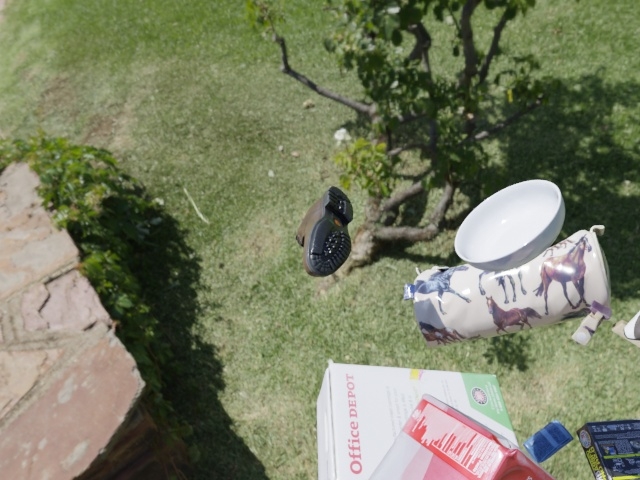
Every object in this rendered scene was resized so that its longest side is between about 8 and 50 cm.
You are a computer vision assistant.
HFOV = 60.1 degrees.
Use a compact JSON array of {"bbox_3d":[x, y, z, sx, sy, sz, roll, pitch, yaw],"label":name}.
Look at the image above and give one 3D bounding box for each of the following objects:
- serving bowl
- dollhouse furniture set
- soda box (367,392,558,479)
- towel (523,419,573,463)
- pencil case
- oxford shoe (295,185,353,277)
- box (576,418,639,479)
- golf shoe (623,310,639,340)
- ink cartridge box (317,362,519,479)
[{"bbox_3d":[0.141,-0.006,0.404,0.083,0.027,0.083,-36,22,17],"label":"serving bowl"},{"bbox_3d":[0.500,0.179,0.962,0.114,0.081,0.091,33,28,21],"label":"dollhouse furniture set"},{"bbox_3d":[0.039,0.231,0.320,0.263,0.092,0.083,-53,22,-11],"label":"soda box"},{"bbox_3d":[0.609,0.539,1.484,0.120,0.029,0.067,-34,60,-6],"label":"towel"},{"bbox_3d":[0.387,0.099,1.144,0.411,0.160,0.183,-18,78,29],"label":"pencil case"},{"bbox_3d":[0.000,0.000,0.973,0.096,0.083,0.227,-37,19,28],"label":"oxford shoe"},{"bbox_3d":[0.797,0.549,1.348,0.270,0.060,0.216,-1,51,-9],"label":"box"},{"bbox_3d":[0.390,0.147,0.552,0.094,0.077,0.198,-36,64,22],"label":"golf shoe"},{"bbox_3d":[0.106,0.233,0.632,0.213,0.093,0.154,7,41,-10],"label":"ink cartridge box"}]
